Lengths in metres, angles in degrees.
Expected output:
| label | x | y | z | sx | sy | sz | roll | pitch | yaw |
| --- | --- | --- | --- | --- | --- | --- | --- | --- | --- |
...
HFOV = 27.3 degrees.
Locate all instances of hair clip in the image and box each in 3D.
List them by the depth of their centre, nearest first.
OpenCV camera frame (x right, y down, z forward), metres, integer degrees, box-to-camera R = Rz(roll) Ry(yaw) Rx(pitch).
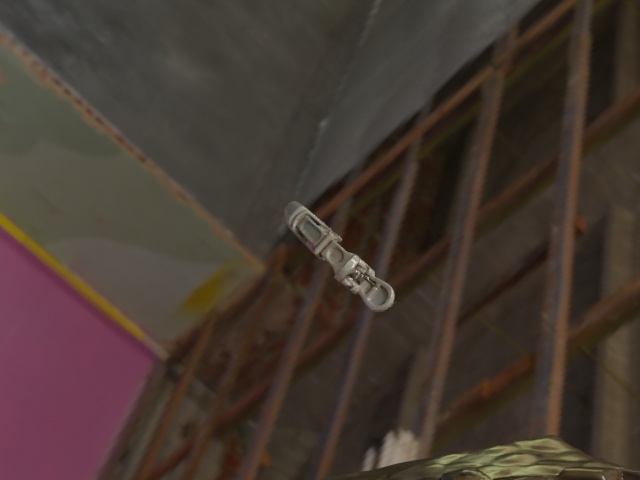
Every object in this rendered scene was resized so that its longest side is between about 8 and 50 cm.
| label | x | y | z | sx | sy | sz | roll | pitch | yaw |
| --- | --- | --- | --- | --- | --- | --- | --- | --- | --- |
| hair clip | 0.000 | 0.000 | 1.395 | 0.034 | 0.072 | 0.226 | -47 | -141 | 2 |

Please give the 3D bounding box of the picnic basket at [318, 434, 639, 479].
| label | x | y | z | sx | sy | sz | roll | pitch | yaw |
| --- | --- | --- | --- | --- | --- | --- | --- | --- | --- |
| picnic basket | 0.121 | 0.283 | 0.908 | 0.291 | 0.254 | 0.321 | -11 | -169 | -12 |
